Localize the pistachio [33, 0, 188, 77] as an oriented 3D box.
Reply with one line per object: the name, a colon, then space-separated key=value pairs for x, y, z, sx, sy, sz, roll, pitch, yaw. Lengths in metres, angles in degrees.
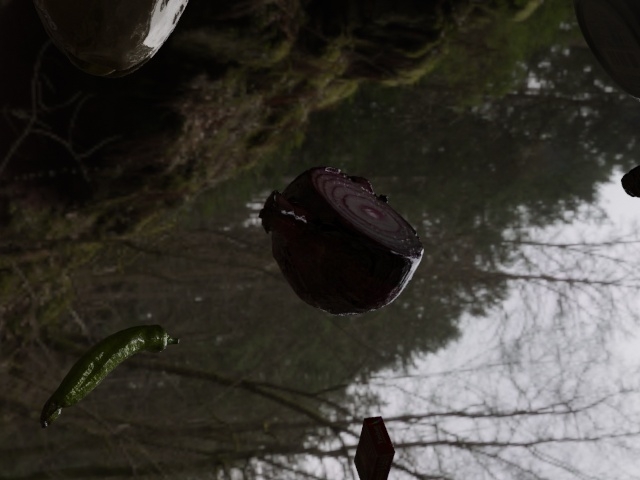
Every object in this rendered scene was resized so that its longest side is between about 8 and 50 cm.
pistachio: x=-0.128 y=-0.176 z=0.524 sx=0.113 sy=0.113 sz=0.149 roll=-153 pitch=-112 yaw=-67

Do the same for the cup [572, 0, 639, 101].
cup: x=0.487 y=-0.367 z=1.113 sx=0.356 sy=0.275 sz=0.259 roll=52 pitch=5 yaw=-41

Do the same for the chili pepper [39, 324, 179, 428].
chili pepper: x=-0.252 y=0.142 z=0.991 sx=0.043 sy=0.208 sz=0.048 roll=19 pitch=-58 yaw=32

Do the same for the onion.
onion: x=0.000 y=0.000 z=0.986 sx=0.140 sy=0.218 sz=0.195 roll=-49 pitch=-126 yaw=26

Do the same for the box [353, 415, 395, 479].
box: x=0.060 y=0.243 z=0.950 sx=0.051 sy=0.023 sz=0.082 roll=-110 pitch=-158 yaw=-47

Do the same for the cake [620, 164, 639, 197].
cake: x=0.440 y=-0.075 z=0.887 sx=0.135 sy=0.112 sz=0.246 roll=57 pitch=-26 yaw=11
